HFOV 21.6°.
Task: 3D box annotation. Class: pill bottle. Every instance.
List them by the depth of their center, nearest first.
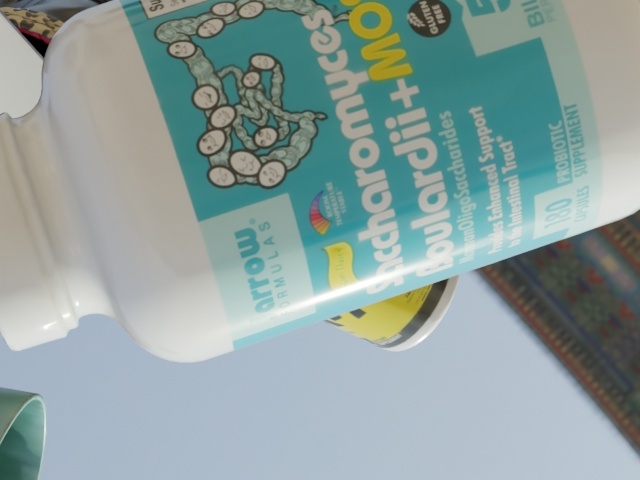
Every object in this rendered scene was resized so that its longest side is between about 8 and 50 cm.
[{"bbox_3d":[-0.010,-0.041,0.664,0.264,0.146,0.146,-19,-118,-6],"label":"pill bottle"},{"bbox_3d":[0.000,0.000,1.351,0.208,0.119,0.119,26,-139,-25],"label":"pill bottle"}]

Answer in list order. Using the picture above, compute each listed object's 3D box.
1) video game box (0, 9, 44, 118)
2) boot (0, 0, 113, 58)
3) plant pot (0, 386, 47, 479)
[{"bbox_3d":[-0.238,-0.141,0.939,0.187,0.048,0.205,26,162,47],"label":"video game box"},{"bbox_3d":[-0.334,-0.203,1.811,0.377,0.138,0.284,9,-163,21],"label":"boot"},{"bbox_3d":[-0.374,0.229,1.308,0.235,0.293,0.293,16,-139,2],"label":"plant pot"}]
